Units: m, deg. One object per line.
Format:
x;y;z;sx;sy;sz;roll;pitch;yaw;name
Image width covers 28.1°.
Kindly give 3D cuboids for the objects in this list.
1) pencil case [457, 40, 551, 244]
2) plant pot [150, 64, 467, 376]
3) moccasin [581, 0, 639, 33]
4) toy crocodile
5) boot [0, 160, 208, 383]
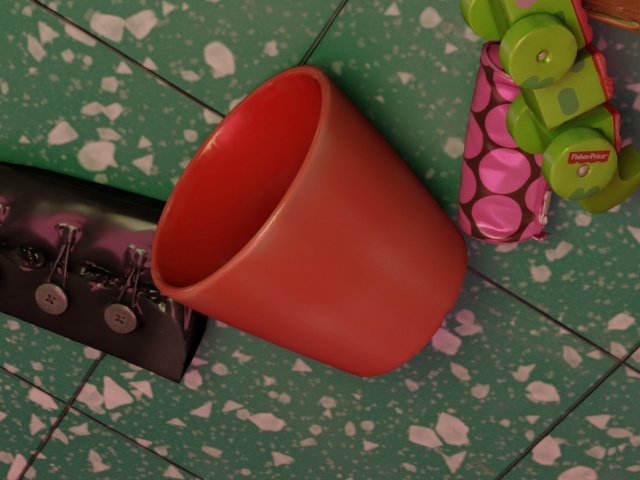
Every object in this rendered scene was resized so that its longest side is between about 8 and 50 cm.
0.198;-0.099;1.299;0.098;0.095;0.209;27;132;32;pencil case
0.000;0.000;1.315;0.243;0.275;0.275;37;123;-27;plant pot
0.338;-0.214;1.165;0.380;0.139;0.147;17;144;-1;moccasin
0.212;-0.151;1.149;0.105;0.115;0.340;-28;126;1;toy crocodile
-0.356;0.070;1.507;0.445;0.146;0.367;15;127;-4;boot
